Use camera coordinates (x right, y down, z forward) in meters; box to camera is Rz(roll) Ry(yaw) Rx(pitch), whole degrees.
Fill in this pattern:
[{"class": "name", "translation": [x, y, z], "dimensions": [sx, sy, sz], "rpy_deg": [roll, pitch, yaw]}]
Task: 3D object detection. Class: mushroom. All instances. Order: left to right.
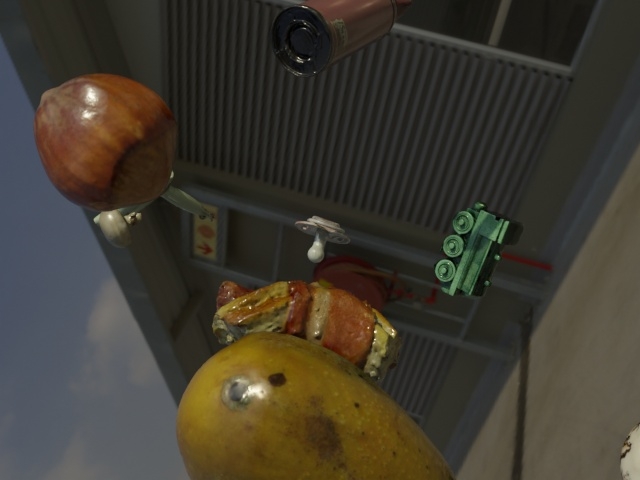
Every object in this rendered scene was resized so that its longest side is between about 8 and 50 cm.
[{"class": "mushroom", "translation": [-0.380, -0.031, 1.296], "dimensions": [0.079, 0.085, 0.085], "rpy_deg": [-32, -22, -17]}]

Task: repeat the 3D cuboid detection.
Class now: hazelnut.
[{"class": "hazelnut", "translation": [-0.275, -0.117, 0.853], "dimensions": [0.182, 0.182, 0.182], "rpy_deg": [16, -90, -83]}]

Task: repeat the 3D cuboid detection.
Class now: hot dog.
[{"class": "hot dog", "translation": [-0.013, 0.096, 0.734], "dimensions": [0.146, 0.213, 0.103], "rpy_deg": [-33, 36, 62]}]

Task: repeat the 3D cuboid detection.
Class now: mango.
[{"class": "mango", "translation": [0.015, 0.212, 0.607], "dimensions": [0.175, 0.329, 0.176], "rpy_deg": [-46, 17, 1]}]

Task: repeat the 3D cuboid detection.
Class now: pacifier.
[{"class": "pacifier", "translation": [0.000, 0.000, 1.148], "dimensions": [0.081, 0.099, 0.078], "rpy_deg": [143, 146, -76]}]

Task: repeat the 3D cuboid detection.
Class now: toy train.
[{"class": "toy train", "translation": [0.263, 0.023, 1.147], "dimensions": [0.071, 0.111, 0.170], "rpy_deg": [5, -71, -46]}]

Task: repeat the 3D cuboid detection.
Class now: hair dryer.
[{"class": "hair dryer", "translation": [-0.336, -0.069, 1.468], "dimensions": [0.206, 0.237, 0.075], "rpy_deg": [-41, 51, 27]}]

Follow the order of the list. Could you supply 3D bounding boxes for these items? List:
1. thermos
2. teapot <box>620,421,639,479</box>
[{"class": "thermos", "translation": [0.040, -0.371, 1.159], "dimensions": [0.136, 0.109, 0.330], "rpy_deg": [-30, 9, 41]}, {"class": "teapot", "translation": [0.613, 0.391, 1.134], "dimensions": [0.299, 0.208, 0.165], "rpy_deg": [-52, -43, -40]}]
